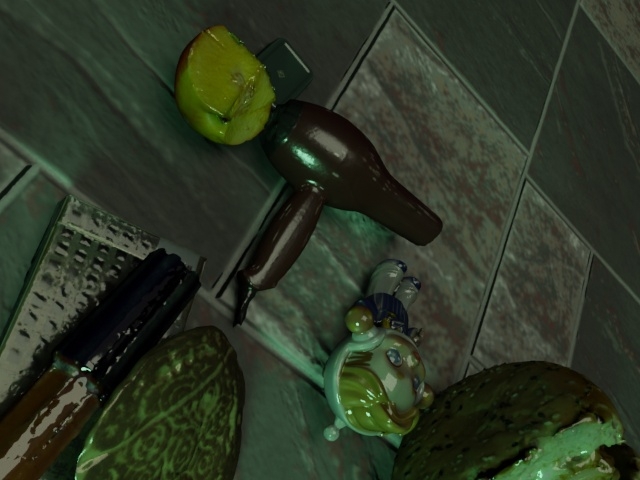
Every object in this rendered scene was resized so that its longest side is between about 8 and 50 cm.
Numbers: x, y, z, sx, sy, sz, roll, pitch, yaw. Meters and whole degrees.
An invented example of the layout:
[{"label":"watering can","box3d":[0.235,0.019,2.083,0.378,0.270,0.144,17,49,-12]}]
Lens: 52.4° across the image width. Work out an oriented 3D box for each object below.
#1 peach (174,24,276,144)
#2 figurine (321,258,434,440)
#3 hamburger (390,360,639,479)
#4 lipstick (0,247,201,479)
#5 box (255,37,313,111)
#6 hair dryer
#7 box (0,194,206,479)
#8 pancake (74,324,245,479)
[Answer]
[{"label":"peach","box3d":[-0.137,-0.202,0.861,0.151,0.118,0.151,-33,132,-46]},{"label":"figurine","box3d":[0.078,0.142,0.914,0.194,0.133,0.274,35,45,-45]},{"label":"hamburger","box3d":[0.243,0.307,0.879,0.318,0.277,0.195,-35,101,-1]},{"label":"lipstick","box3d":[-0.258,0.167,0.602,0.077,0.077,0.418,48,54,-16]},{"label":"box","box3d":[-0.067,-0.247,0.985,0.091,0.031,0.126,49,50,-15]},{"label":"hair dryer","box3d":[0.000,0.000,0.917,0.313,0.123,0.340,38,66,-20]},{"label":"box","box3d":[-0.250,0.129,0.699,0.180,0.047,0.324,27,60,-27]},{"label":"pancake","box3d":[-0.154,0.217,0.695,0.250,0.031,0.250,-20,113,-59]}]
